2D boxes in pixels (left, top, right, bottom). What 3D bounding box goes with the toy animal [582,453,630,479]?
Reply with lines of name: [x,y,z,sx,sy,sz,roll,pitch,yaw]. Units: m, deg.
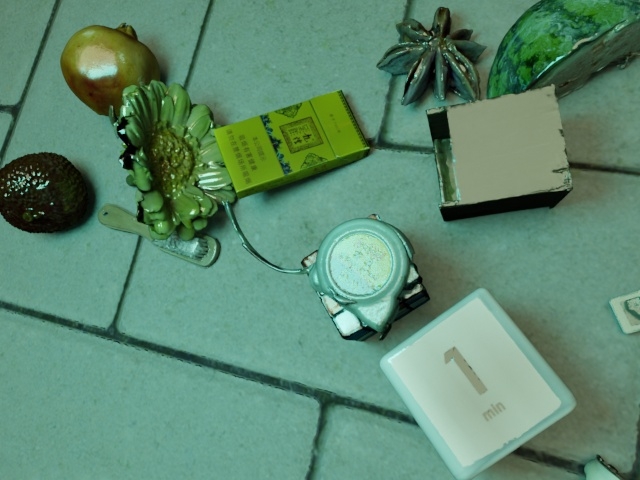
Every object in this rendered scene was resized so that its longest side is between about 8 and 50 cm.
toy animal: [0.402,0.389,0.702,0.071,0.085,0.124,39,95,4]

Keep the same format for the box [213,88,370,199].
box: [-0.058,-0.194,0.958,0.278,0.041,0.153,-20,69,-9]

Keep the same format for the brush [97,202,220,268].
brush: [-0.368,-0.020,1.039,0.327,0.065,0.070,18,85,21]

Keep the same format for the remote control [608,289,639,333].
remote control: [0.549,0.097,0.755,0.162,0.029,0.061,-20,69,16]

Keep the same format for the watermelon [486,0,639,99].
watermelon: [0.425,-0.334,0.850,0.305,0.180,0.224,-30,26,11]

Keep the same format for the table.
table: [0.291,-0.134,0.810,0.193,0.172,0.169,-9,82,16]

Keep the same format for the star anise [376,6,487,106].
star anise: [0.223,-0.353,0.939,0.236,0.093,0.229,38,83,17]

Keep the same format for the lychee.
lychee: [-0.624,-0.109,1.075,0.194,0.194,0.195,-4,75,15]

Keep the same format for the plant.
plant: [-0.334,-0.173,0.958,0.296,0.261,0.306,13,64,22]

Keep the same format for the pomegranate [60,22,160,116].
pomegranate: [-0.480,-0.385,1.090,0.209,0.209,0.209,-4,75,15]

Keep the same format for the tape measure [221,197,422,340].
tape measure: [0.000,0.001,0.749,0.330,0.084,0.164,35,86,19]

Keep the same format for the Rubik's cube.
Rubik's cube: [0.084,0.071,0.834,0.154,0.151,0.155,-32,69,7]

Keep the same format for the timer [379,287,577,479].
timer: [0.229,0.212,0.731,0.194,0.192,0.195,-38,69,4]
